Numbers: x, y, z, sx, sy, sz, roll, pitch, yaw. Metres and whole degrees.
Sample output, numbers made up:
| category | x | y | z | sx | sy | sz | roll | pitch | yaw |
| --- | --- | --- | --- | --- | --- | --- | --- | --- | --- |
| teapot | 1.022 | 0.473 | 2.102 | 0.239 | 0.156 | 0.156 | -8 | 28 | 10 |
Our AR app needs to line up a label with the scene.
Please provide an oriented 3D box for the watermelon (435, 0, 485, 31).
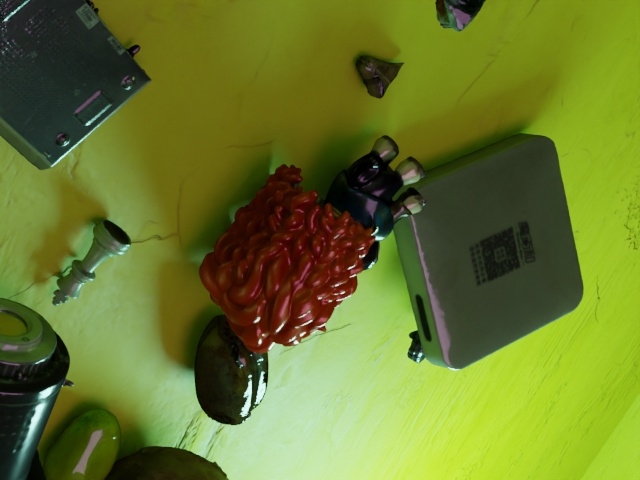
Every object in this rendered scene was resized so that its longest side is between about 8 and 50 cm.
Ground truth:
| category | x | y | z | sx | sy | sz | roll | pitch | yaw |
| --- | --- | --- | --- | --- | --- | --- | --- | --- | --- |
| watermelon | 0.100 | -0.408 | 1.426 | 0.289 | 0.320 | 0.214 | 10 | 151 | -14 |

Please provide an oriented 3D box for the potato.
| category | x | y | z | sx | sy | sz | roll | pitch | yaw |
| --- | --- | --- | --- | --- | --- | --- | --- | --- | --- |
| potato | -0.275 | 0.468 | 1.856 | 0.289 | 0.300 | 0.237 | -53 | 139 | -46 |

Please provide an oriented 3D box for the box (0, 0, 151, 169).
| category | x | y | z | sx | sy | sz | roll | pitch | yaw |
| --- | --- | --- | --- | --- | --- | --- | --- | --- | --- |
| box | -0.341 | -0.223 | 1.286 | 0.211 | 0.045 | 0.270 | -41 | 143 | -4 |

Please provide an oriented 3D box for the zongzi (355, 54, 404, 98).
| category | x | y | z | sx | sy | sz | roll | pitch | yaw |
| --- | --- | --- | --- | --- | --- | --- | --- | --- | --- |
| zongzi | 0.097 | -0.277 | 1.664 | 0.083 | 0.040 | 0.076 | -48 | 138 | -16 |

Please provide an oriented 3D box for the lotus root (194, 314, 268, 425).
| category | x | y | z | sx | sy | sz | roll | pitch | yaw |
| --- | --- | --- | --- | --- | --- | --- | --- | --- | --- |
| lotus root | -0.155 | 0.224 | 1.826 | 0.124 | 0.123 | 0.241 | -38 | 150 | -38 |

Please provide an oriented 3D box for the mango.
| category | x | y | z | sx | sy | sz | roll | pitch | yaw |
| --- | --- | --- | --- | --- | --- | --- | --- | --- | --- |
| mango | -0.389 | 0.356 | 1.754 | 0.163 | 0.089 | 0.117 | -49 | 140 | 4 |

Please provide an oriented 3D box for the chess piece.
| category | x | y | z | sx | sy | sz | roll | pitch | yaw |
| --- | --- | --- | --- | --- | --- | --- | --- | --- | --- |
| chess piece | -0.340 | 0.041 | 1.535 | 0.149 | 0.059 | 0.059 | -49 | 144 | 13 |

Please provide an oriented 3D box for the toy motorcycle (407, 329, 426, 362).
| category | x | y | z | sx | sy | sz | roll | pitch | yaw |
| --- | --- | --- | --- | --- | --- | --- | --- | --- | --- |
| toy motorcycle | 0.283 | 0.123 | 2.148 | 0.327 | 0.143 | 0.188 | -54 | 154 | -13 |

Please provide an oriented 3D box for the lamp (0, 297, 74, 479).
| category | x | y | z | sx | sy | sz | roll | pitch | yaw |
| --- | --- | --- | --- | --- | --- | --- | --- | --- | --- |
| lamp | -0.459 | 0.216 | 1.454 | 0.272 | 0.205 | 0.374 | -48 | 133 | 11 |

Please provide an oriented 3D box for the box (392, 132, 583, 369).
| category | x | y | z | sx | sy | sz | roll | pitch | yaw |
| --- | --- | --- | --- | --- | --- | --- | --- | --- | --- |
| box | 0.319 | 0.016 | 1.990 | 0.373 | 0.090 | 0.367 | -23 | 108 | -28 |

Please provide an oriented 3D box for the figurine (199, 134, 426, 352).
| category | x | y | z | sx | sy | sz | roll | pitch | yaw |
| --- | --- | --- | --- | --- | --- | --- | --- | --- | --- |
| figurine | 0.004 | -0.002 | 1.712 | 0.411 | 0.241 | 0.306 | -33 | 170 | -45 |
